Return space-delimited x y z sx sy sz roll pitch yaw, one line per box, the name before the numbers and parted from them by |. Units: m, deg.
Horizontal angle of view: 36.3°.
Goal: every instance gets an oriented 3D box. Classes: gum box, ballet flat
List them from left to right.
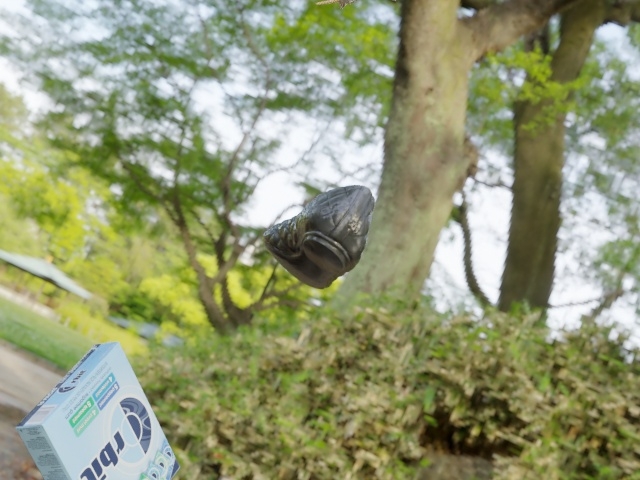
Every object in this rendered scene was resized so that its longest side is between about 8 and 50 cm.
gum box | -0.243 0.234 1.096 0.041 0.157 0.184 -9 -66 27
ballet flat | 0.000 0.000 0.669 0.057 0.049 0.173 41 -15 -9

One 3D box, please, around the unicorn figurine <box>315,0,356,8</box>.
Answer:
unicorn figurine | 0.084 -0.375 1.352 0.060 0.161 0.111 39 -14 -35
